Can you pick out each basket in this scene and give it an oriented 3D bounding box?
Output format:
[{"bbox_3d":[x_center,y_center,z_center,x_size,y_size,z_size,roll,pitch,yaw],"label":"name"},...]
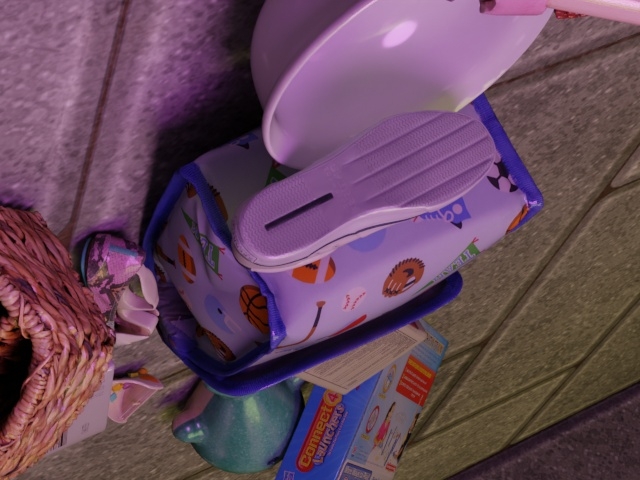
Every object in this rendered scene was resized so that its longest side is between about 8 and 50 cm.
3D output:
[{"bbox_3d":[-0.362,0.120,1.344,0.299,0.213,0.223,-38,160,15],"label":"basket"}]

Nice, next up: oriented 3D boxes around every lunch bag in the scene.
[{"bbox_3d":[0.000,0.000,1.594,0.328,0.239,0.385,-25,175,-21],"label":"lunch bag"}]

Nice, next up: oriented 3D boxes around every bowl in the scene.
[{"bbox_3d":[0.052,-0.202,1.317,0.298,0.134,0.298,-28,160,-11],"label":"bowl"}]

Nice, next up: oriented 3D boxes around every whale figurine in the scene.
[{"bbox_3d":[-0.099,0.235,2.115,0.216,0.141,0.272,-26,159,-14],"label":"whale figurine"}]

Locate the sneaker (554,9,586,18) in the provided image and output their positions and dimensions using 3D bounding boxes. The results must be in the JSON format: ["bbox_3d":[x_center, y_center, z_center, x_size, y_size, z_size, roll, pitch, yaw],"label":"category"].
[{"bbox_3d":[0.244,-0.281,1.331,0.088,0.092,0.225,-10,147,-10],"label":"sneaker"}]

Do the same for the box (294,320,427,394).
[{"bbox_3d":[0.025,0.101,2.004,0.148,0.127,0.232,-35,160,7],"label":"box"}]

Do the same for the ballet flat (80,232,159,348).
[{"bbox_3d":[-0.212,0.065,1.624,0.079,0.077,0.221,14,150,1],"label":"ballet flat"}]

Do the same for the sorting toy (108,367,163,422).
[{"bbox_3d":[-0.257,0.192,1.933,0.083,0.045,0.075,-43,150,28],"label":"sorting toy"}]

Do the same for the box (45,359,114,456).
[{"bbox_3d":[-0.328,0.158,1.623,0.181,0.119,0.182,-24,158,-22],"label":"box"}]

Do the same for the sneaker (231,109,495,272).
[{"bbox_3d":[0.031,-0.046,1.357,0.258,0.094,0.091,-20,176,-18],"label":"sneaker"}]

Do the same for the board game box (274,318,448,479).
[{"bbox_3d":[0.068,0.248,2.249,0.302,0.086,0.308,-67,160,-7],"label":"board game box"}]

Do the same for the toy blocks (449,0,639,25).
[{"bbox_3d":[0.126,-0.345,1.045,0.260,0.309,0.288,8,134,-11],"label":"toy blocks"}]
